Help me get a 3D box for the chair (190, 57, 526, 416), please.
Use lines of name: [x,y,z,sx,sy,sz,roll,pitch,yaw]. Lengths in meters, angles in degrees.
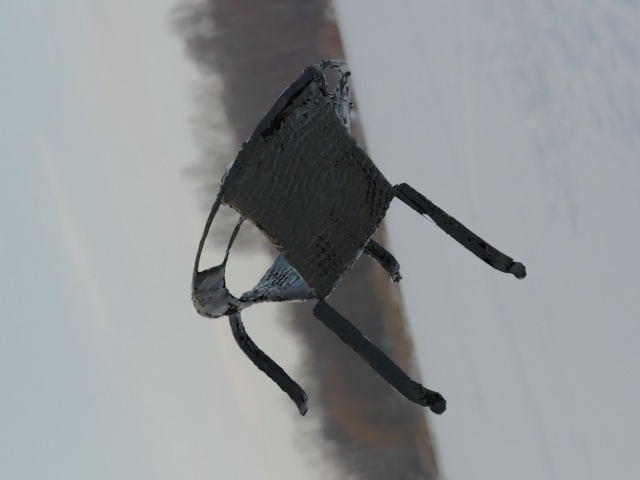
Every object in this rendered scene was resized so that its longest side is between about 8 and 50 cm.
chair: [0.000,0.000,1.046,0.149,0.174,0.213,-1,138,53]
